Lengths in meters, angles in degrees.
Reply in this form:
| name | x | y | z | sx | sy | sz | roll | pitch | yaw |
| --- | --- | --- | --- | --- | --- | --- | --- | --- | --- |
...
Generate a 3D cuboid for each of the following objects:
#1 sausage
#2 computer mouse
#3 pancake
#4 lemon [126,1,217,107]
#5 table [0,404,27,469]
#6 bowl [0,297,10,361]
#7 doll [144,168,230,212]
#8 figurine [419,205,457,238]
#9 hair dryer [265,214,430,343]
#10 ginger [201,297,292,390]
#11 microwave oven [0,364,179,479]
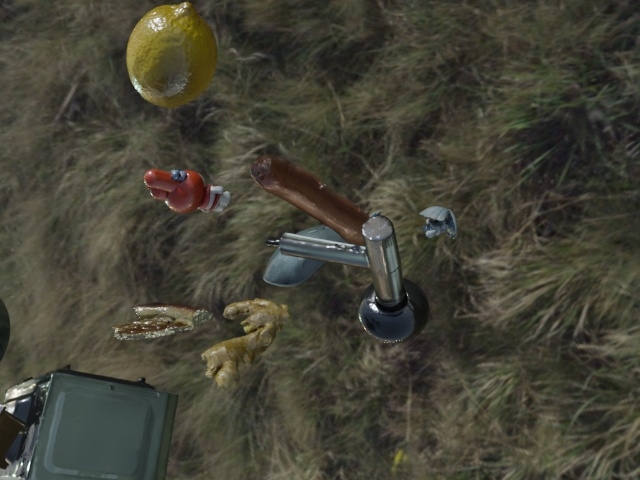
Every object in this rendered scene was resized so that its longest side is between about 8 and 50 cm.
| name | x | y | z | sx | sy | sz | roll | pitch | yaw |
| --- | --- | --- | --- | --- | --- | --- | --- | --- | --- |
| sausage | -0.008 | -0.093 | 1.631 | 0.094 | 0.419 | 0.094 | -49 | 45 | 11 |
| computer mouse | 0.000 | 0.000 | 1.929 | 0.090 | 0.379 | 0.167 | 63 | 170 | -29 |
| pancake | -0.406 | 0.198 | 1.784 | 0.212 | 0.258 | 0.056 | -142 | 44 | -76 |
| lemon | -0.312 | -0.383 | 1.462 | 0.188 | 0.188 | 0.256 | 48 | 134 | 17 |
| table | -0.458 | 0.258 | 0.946 | 0.083 | 0.070 | 0.082 | 14 | 151 | 19 |
| bowl | -0.790 | 0.174 | 1.393 | 0.289 | 0.289 | 0.146 | 51 | 157 | 14 |
| doll | -0.436 | -0.157 | 2.240 | 0.161 | 0.290 | 0.129 | -38 | 46 | 45 |
| figurine | 0.278 | -0.041 | 1.667 | 0.094 | 0.086 | 0.082 | -147 | 52 | -66 |
| hair dryer | 0.064 | 0.045 | 1.433 | 0.284 | 0.155 | 0.320 | 19 | 151 | 35 |
| ginger | -0.130 | 0.167 | 1.234 | 0.193 | 0.176 | 0.052 | -120 | 10 | -48 |
| microwave oven | -0.477 | 0.379 | 1.374 | 0.355 | 0.286 | 0.218 | -24 | 52 | 51 |
